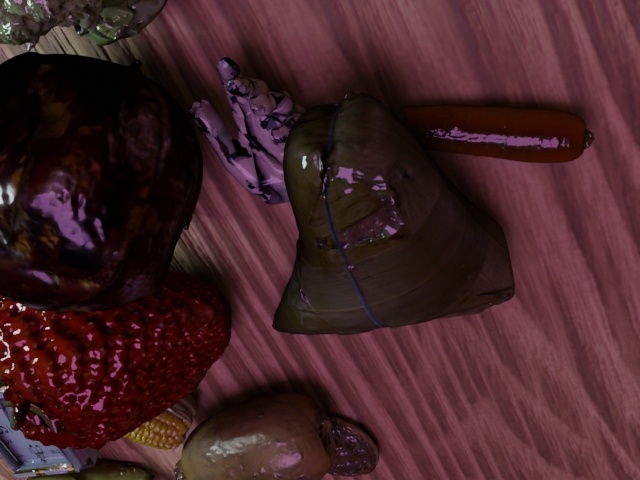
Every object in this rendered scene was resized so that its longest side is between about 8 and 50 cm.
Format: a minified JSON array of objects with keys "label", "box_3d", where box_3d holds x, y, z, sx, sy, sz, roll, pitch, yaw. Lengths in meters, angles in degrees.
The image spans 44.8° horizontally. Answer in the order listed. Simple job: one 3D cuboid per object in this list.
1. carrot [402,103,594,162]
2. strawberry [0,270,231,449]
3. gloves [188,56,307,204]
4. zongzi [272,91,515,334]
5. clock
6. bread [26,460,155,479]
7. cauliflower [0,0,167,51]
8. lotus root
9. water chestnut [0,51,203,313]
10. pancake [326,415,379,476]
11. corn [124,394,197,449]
[{"label":"carrot","box_3d":[0.212,-0.131,0.937,0.225,0.067,0.067,6,127,10]},{"label":"strawberry","box_3d":[-0.303,0.155,1.157,0.351,0.267,0.312,-16,138,-16]},{"label":"gloves","box_3d":[-0.073,-0.143,0.969,0.128,0.111,0.212,7,132,31]},{"label":"zongzi","box_3d":[0.000,0.000,0.989,0.393,0.174,0.356,-17,139,30]},{"label":"clock","box_3d":[-0.542,0.331,1.433,0.186,0.083,0.253,-11,123,19]},{"label":"bread","box_3d":[-0.449,0.532,1.498,0.262,0.204,0.162,6,138,4]},{"label":"cauliflower","box_3d":[-0.254,-0.300,0.831,0.275,0.272,0.250,8,160,24]},{"label":"lotus root","box_3d":[-0.128,0.364,1.315,0.343,0.151,0.169,-24,101,25]},{"label":"water chestnut","box_3d":[-0.281,-0.057,0.978,0.335,0.335,0.347,-22,148,26]},{"label":"pancake","box_3d":[0.029,0.365,1.369,0.158,0.028,0.158,8,129,10]},{"label":"corn","box_3d":[-0.358,0.256,1.327,0.305,0.122,0.123,29,170,-6]}]
